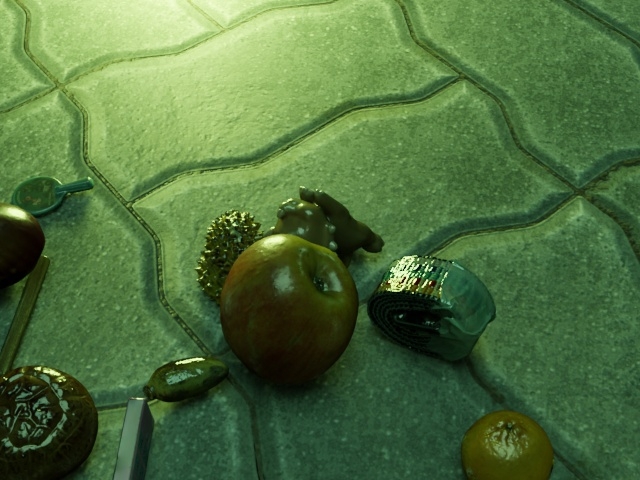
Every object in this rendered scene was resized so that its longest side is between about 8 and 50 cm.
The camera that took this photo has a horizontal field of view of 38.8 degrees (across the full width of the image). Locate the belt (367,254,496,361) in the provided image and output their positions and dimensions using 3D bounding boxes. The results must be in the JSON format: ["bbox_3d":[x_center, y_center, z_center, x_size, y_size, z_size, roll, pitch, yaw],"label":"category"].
[{"bbox_3d":[0.234,0.142,1.907,0.257,0.207,0.150,9,50,29],"label":"belt"}]

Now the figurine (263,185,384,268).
[{"bbox_3d":[-0.005,-0.003,2.039,0.177,0.247,0.173,23,80,37],"label":"figurine"}]

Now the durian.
[{"bbox_3d":[-0.189,0.039,2.042,0.183,0.138,0.250,-16,58,-24],"label":"durian"}]

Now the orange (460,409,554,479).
[{"bbox_3d":[0.355,0.409,1.727,0.177,0.155,0.178,-1,63,3],"label":"orange"}]

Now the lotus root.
[{"bbox_3d":[-0.277,0.282,1.863,0.179,0.089,0.081,-17,95,-18],"label":"lotus root"}]

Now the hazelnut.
[{"bbox_3d":[-0.727,0.002,2.000,0.229,0.230,0.230,0,51,0],"label":"hazelnut"}]

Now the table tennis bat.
[{"bbox_3d":[-0.656,-0.118,2.228,0.201,0.033,0.124,-15,54,-6],"label":"table tennis bat"}]

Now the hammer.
[{"bbox_3d":[-0.659,0.180,1.982,0.111,0.043,0.366,3,48,4],"label":"hammer"}]

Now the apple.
[{"bbox_3d":[-0.062,0.131,1.845,0.301,0.302,0.302,0,51,0],"label":"apple"}]

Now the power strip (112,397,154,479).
[{"bbox_3d":[-0.361,0.435,1.723,0.037,0.109,0.279,0,50,3],"label":"power strip"}]

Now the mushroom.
[{"bbox_3d":[-0.563,0.362,1.763,0.253,0.153,0.253,0,61,0],"label":"mushroom"}]
